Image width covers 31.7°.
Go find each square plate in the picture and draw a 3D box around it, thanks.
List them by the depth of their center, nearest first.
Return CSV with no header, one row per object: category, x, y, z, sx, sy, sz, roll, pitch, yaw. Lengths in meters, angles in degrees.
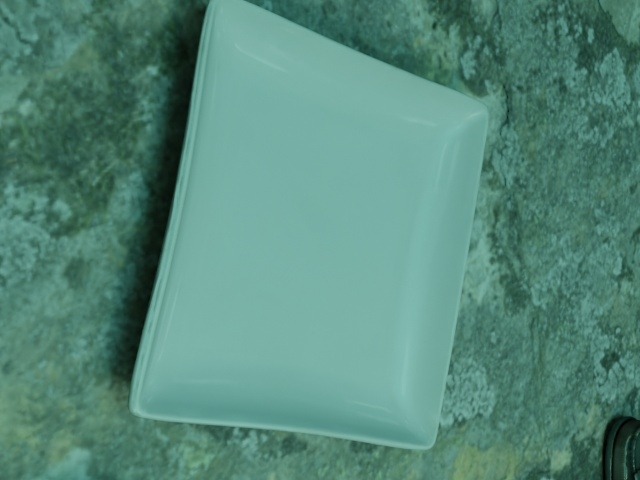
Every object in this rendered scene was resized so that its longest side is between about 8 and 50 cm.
square plate,0.000,0.000,1.001,0.347,0.049,0.344,15,82,-40

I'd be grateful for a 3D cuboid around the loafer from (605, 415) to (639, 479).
loafer,0.405,0.338,1.339,0.096,0.084,0.268,-21,106,-37
